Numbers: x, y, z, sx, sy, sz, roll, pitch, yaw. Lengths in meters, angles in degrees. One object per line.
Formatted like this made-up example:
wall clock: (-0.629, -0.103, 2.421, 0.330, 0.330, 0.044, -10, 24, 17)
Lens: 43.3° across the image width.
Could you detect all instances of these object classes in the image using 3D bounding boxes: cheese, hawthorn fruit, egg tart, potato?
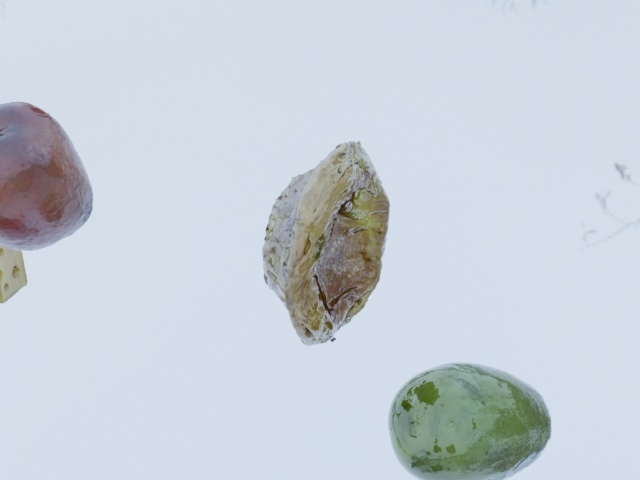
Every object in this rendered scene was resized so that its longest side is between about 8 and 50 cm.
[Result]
cheese: (-0.592, 0.004, 1.462, 0.126, 0.171, 0.093, 23, -158, 1)
hawthorn fruit: (-0.171, -0.032, 0.470, 0.081, 0.093, 0.081, -13, -124, 20)
egg tart: (0.000, 0.000, 1.328, 0.150, 0.351, 0.352, 12, -136, 22)
potato: (0.256, 0.311, 1.373, 0.305, 0.215, 0.216, -3, -155, -23)
